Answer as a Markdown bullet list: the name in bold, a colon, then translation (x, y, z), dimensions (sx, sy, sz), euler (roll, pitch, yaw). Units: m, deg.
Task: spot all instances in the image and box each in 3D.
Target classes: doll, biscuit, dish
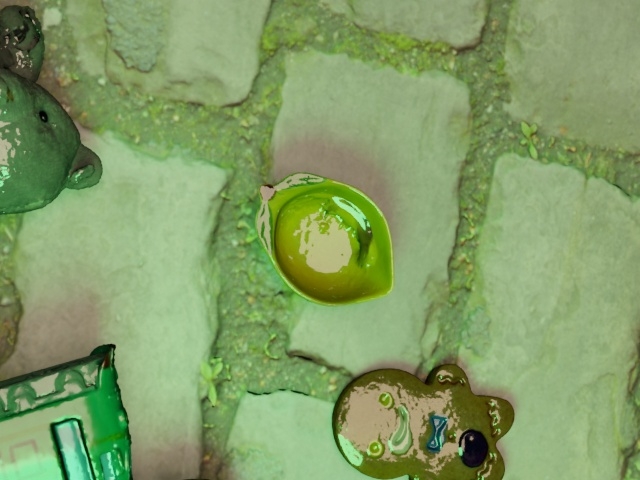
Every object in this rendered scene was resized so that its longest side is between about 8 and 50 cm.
- **doll**: translation (-0.409, -0.176, 1.425), dimensions (0.246, 0.158, 0.340), euler (-30, 90, -27)
- **biscuit**: translation (0.129, 0.240, 1.587), dimensions (0.236, 0.039, 0.179), euler (11, 83, -11)
- **dish**: translation (0.000, 0.000, 1.553), dimensions (0.208, 0.080, 0.149), euler (41, 81, -9)

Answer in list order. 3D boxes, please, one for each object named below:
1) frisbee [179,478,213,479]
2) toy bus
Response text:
- **frisbee**: translation (-0.181, 0.383, 1.431), dimensions (0.251, 0.021, 0.250), euler (-22, 124, -37)
- **toy bus**: translation (-0.368, 0.250, 1.382), dimensions (0.344, 0.183, 0.199), euler (-16, 90, -15)
